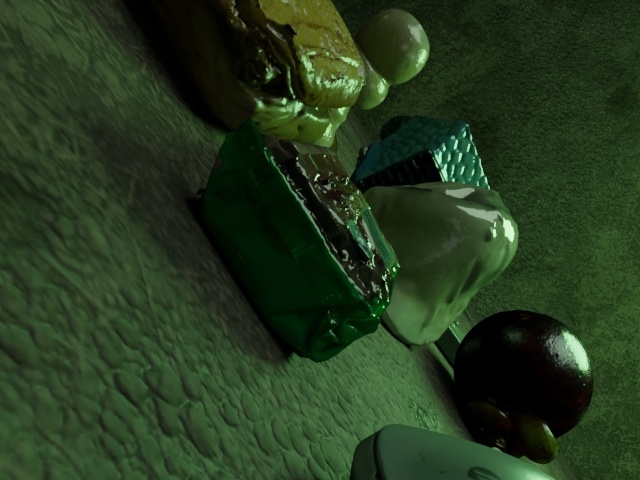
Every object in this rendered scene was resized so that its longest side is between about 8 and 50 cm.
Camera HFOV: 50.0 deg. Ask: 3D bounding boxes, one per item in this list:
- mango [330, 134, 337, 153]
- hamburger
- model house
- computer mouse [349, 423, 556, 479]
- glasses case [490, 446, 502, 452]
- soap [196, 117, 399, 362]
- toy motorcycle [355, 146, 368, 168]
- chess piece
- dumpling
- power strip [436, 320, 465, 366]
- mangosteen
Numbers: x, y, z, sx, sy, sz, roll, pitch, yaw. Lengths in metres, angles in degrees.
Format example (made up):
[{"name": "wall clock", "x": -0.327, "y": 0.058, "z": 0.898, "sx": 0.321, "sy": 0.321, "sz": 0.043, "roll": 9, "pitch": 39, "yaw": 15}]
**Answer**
[{"name": "mango", "x": -0.032, "y": -0.215, "z": 1.119, "sx": 0.191, "sy": 0.085, "sz": 0.122, "roll": 62, "pitch": 9, "yaw": 29}, {"name": "hamburger", "x": -0.083, "y": -0.254, "z": 0.791, "sx": 0.318, "sy": 0.158, "sz": 0.319, "roll": 46, "pitch": 21, "yaw": -24}, {"name": "model house", "x": 0.145, "y": -0.047, "z": 1.195, "sx": 0.226, "sy": 0.241, "sz": 0.261, "roll": 18, "pitch": -40, "yaw": 54}, {"name": "computer mouse", "x": 0.142, "y": 0.208, "z": 0.458, "sx": 0.288, "sy": 0.097, "sz": 0.159, "roll": 26, "pitch": 20, "yaw": -23}, {"name": "glasses case", "x": 0.257, "y": 0.339, "z": 0.914, "sx": 0.196, "sy": 0.050, "sz": 0.083, "roll": 45, "pitch": 14, "yaw": -46}, {"name": "soap", "x": 0.002, "y": -0.001, "z": 0.639, "sx": 0.218, "sy": 0.098, "sz": 0.273, "roll": 57, "pitch": 11, "yaw": 0}, {"name": "toy motorcycle", "x": 0.134, "y": -0.059, "z": 1.392, "sx": 0.260, "sy": 0.110, "sz": 0.171, "roll": 58, "pitch": 25, "yaw": -33}, {"name": "chess piece", "x": 0.030, "y": -0.227, "z": 0.970, "sx": 0.143, "sy": 0.261, "sz": 0.143, "roll": 51, "pitch": 14, "yaw": -17}, {"name": "dumpling", "x": 0.183, "y": 0.037, "z": 1.001, "sx": 0.318, "sy": 0.187, "sz": 0.243, "roll": 18, "pitch": 77, "yaw": -40}, {"name": "power strip", "x": 0.246, "y": 0.164, "z": 1.324, "sx": 0.216, "sy": 0.061, "sz": 0.145, "roll": 54, "pitch": 13, "yaw": -21}, {"name": "mangosteen", "x": 0.316, "y": 0.241, "z": 1.105, "sx": 0.228, "sy": 0.228, "sz": 0.265, "roll": 51, "pitch": 54, "yaw": -29}]
